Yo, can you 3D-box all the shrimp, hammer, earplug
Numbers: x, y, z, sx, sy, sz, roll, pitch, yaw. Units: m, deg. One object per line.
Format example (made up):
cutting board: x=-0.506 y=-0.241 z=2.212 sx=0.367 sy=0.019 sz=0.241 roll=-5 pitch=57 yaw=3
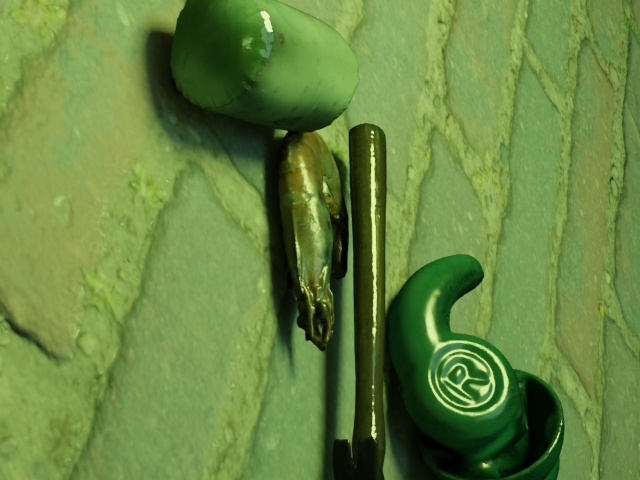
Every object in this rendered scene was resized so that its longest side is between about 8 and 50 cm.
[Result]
shrimp: x=0.002 y=-0.001 z=1.294 sx=0.143 sy=0.052 sz=0.251 roll=40 pitch=46 yaw=-55
hammer: x=-0.079 y=-0.271 z=1.236 sx=0.206 sy=0.119 sz=0.336 roll=7 pitch=65 yaw=-60
earplug: x=0.171 y=0.182 z=1.432 sx=0.257 sy=0.163 sz=0.280 roll=-125 pitch=-167 yaw=-59
hammer: x=0.047 y=0.078 z=1.294 sx=0.168 sy=0.044 sz=0.440 roll=70 pitch=19 yaw=-60
